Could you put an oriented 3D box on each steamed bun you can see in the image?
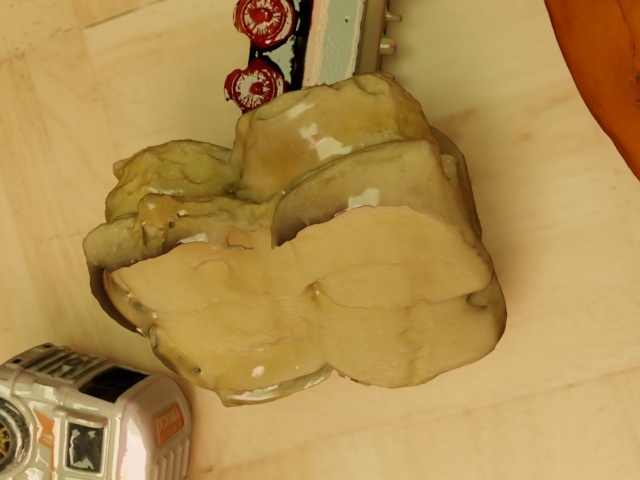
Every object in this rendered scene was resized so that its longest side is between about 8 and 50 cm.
[{"bbox_3d":[0.000,0.000,0.692,0.177,0.192,0.106,-18,49,23],"label":"steamed bun"}]

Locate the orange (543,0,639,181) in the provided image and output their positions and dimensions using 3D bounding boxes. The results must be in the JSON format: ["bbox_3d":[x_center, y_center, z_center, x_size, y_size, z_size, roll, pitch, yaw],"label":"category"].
[{"bbox_3d":[0.225,-0.126,0.569,0.284,0.226,0.284,3,98,21],"label":"orange"}]

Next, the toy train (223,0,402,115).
[{"bbox_3d":[0.001,-0.106,0.727,0.087,0.050,0.138,9,97,12],"label":"toy train"}]

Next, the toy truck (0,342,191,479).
[{"bbox_3d":[-0.125,0.173,0.762,0.114,0.098,0.227,7,99,11],"label":"toy truck"}]
